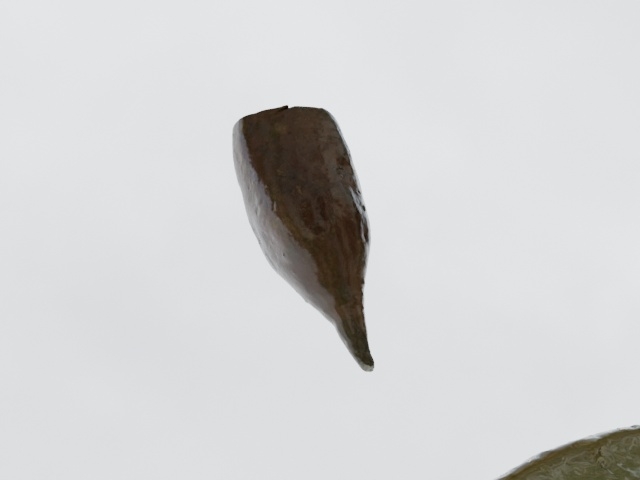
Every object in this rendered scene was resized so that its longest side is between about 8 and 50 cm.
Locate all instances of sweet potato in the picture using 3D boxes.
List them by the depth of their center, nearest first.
[{"bbox_3d":[0.000,0.000,0.743,0.049,0.049,0.117,-6,-117,-31],"label":"sweet potato"}]

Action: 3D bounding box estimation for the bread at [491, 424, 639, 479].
[{"bbox_3d":[0.145,0.136,0.593,0.236,0.070,0.236,6,-158,-2],"label":"bread"}]
